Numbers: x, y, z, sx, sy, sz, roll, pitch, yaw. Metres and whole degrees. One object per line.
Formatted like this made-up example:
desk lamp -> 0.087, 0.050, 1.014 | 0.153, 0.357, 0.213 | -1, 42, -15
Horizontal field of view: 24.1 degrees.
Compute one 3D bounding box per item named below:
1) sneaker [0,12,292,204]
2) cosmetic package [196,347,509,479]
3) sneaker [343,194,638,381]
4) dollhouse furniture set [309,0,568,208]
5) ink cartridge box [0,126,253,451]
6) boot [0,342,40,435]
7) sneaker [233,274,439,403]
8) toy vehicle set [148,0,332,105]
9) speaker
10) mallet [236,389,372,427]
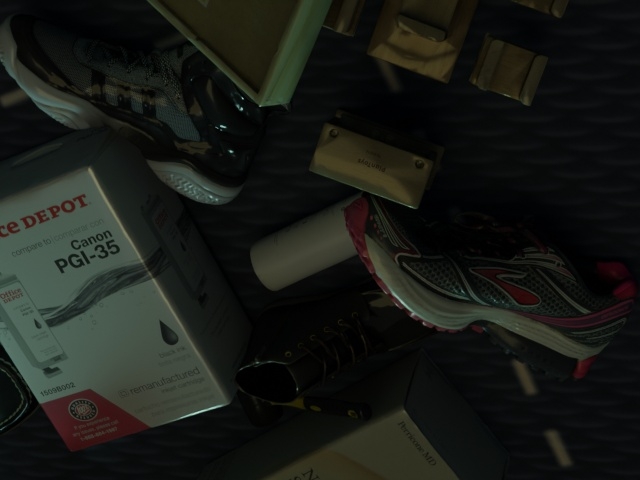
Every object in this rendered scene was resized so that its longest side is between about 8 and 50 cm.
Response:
sneaker -> -0.154, -0.158, 1.369 | 0.268, 0.101, 0.153 | 33, 122, -12
cosmetic package -> 0.021, 0.259, 1.548 | 0.309, 0.113, 0.160 | -32, 106, 29
sneaker -> 0.152, 0.020, 1.359 | 0.299, 0.121, 0.112 | 22, 119, -27
dollhouse furniture set -> 0.083, -0.166, 1.301 | 0.212, 0.161, 0.242 | 20, 100, 3
ink cartridge box -> -0.221, 0.046, 1.489 | 0.207, 0.117, 0.283 | -19, 113, 24
boot -> -0.482, 0.243, 1.573 | 0.377, 0.284, 0.138 | -17, 113, 24
sneaker -> 0.028, 0.100, 1.451 | 0.222, 0.118, 0.083 | -15, 114, 23
toy vehicle set -> -0.092, -0.257, 1.248 | 0.267, 0.035, 0.166 | 45, 128, 27
speaker -> 0.000, 0.000, 1.439 | 0.136, 0.055, 0.055 | -25, 110, 26
mallet -> -0.021, 0.154, 1.499 | 0.189, 0.039, 0.062 | -9, 113, 53
